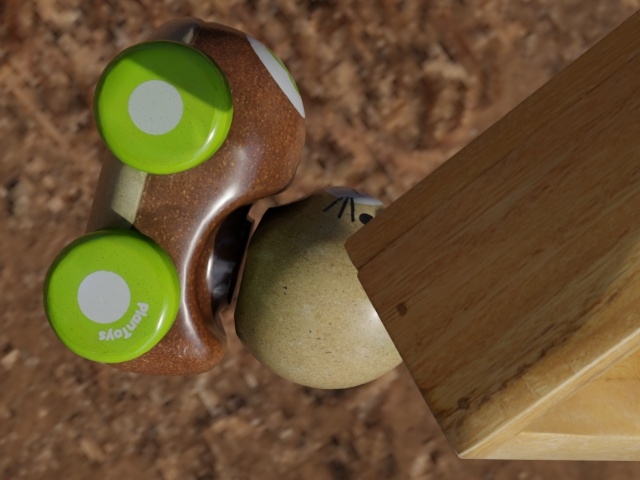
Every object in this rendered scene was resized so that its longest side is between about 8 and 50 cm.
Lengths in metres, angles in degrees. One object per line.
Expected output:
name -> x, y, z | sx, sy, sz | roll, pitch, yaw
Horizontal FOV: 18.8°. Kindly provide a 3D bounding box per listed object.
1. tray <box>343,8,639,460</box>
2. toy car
tray -> 0.219, -0.082, 0.485 | 0.203, 0.411, 0.076 | 10, 48, -57
toy car -> 0.000, 0.000, 0.797 | 0.188, 0.149, 0.155 | 16, 5, 2
